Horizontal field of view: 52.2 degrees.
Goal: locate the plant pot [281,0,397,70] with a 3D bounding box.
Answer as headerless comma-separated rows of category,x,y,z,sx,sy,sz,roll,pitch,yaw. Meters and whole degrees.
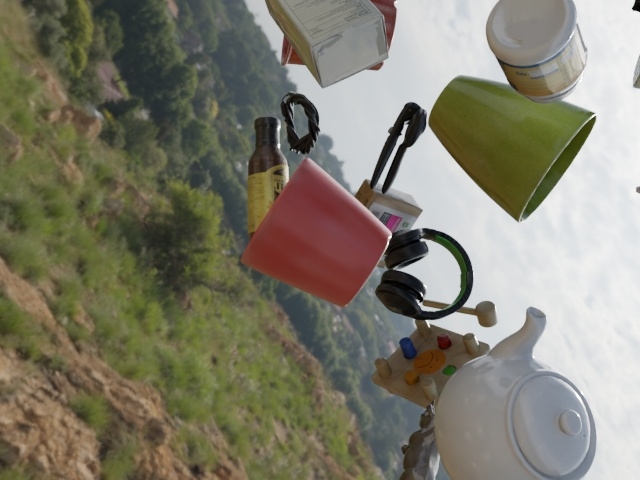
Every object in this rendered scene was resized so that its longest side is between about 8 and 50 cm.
plant pot,0.049,-0.575,1.732,0.272,0.265,0.273,-172,-90,-79

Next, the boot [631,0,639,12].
boot,0.610,-0.475,1.248,0.045,0.121,0.099,51,47,-46

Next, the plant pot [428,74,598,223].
plant pot,0.393,-0.231,1.427,0.293,0.275,0.275,38,-6,20

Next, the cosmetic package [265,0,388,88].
cosmetic package,0.001,-0.470,1.355,0.113,0.160,0.309,71,-7,-53

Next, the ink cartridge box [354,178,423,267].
ink cartridge box,0.165,-0.046,1.961,0.193,0.235,0.088,16,27,-30

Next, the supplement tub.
supplement tub,0.379,-0.333,1.130,0.199,0.144,0.144,26,34,-58

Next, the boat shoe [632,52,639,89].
boat shoe,0.822,-0.471,1.507,0.302,0.094,0.109,98,12,-51

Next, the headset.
headset,0.208,0.087,1.753,0.185,0.394,0.244,127,-30,-68

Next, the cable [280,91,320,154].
cable,-0.052,-0.280,1.579,0.184,0.047,0.151,34,-53,58

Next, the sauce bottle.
sauce bottle,-0.137,-0.150,1.699,0.111,0.111,0.345,49,38,-79

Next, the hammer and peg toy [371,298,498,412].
hammer and peg toy,0.340,0.314,1.853,0.266,0.361,0.127,14,-42,50

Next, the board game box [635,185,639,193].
board game box,0.972,-0.143,1.869,0.090,0.090,0.020,-21,-125,62

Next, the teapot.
teapot,0.303,0.278,0.942,0.256,0.252,0.187,43,-29,-5

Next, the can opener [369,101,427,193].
can opener,0.140,-0.171,1.212,0.059,0.186,0.073,33,30,6

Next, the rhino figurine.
rhino figurine,0.212,0.432,1.348,0.243,0.073,0.106,-63,180,-42

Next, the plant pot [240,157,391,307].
plant pot,0.000,0.000,1.393,0.243,0.275,0.275,33,4,-1
